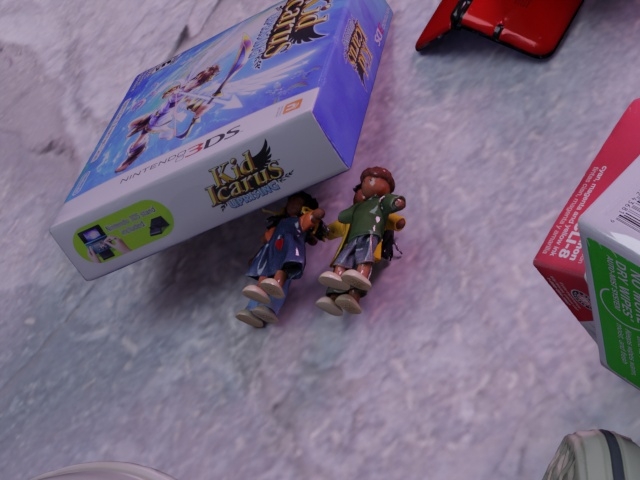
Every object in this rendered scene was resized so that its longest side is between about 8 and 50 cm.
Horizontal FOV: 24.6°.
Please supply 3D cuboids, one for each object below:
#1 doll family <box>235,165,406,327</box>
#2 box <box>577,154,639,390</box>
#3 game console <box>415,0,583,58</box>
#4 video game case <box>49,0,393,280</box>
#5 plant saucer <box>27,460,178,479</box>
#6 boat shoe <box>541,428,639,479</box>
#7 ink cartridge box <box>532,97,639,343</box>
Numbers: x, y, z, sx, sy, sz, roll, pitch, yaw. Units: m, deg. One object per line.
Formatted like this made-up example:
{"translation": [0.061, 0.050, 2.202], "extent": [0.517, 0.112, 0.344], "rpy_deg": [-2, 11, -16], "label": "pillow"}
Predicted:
{"translation": [0.000, 0.000, 1.090], "extent": [0.193, 0.076, 0.111], "rpy_deg": [-7, 56, 40], "label": "doll family"}
{"translation": [0.285, -0.009, 0.628], "extent": [0.231, 0.127, 0.262], "rpy_deg": [34, 69, 34], "label": "box"}
{"translation": [0.159, -0.205, 1.184], "extent": [0.124, 0.085, 0.144], "rpy_deg": [25, 72, 17], "label": "game console"}
{"translation": [-0.074, -0.103, 1.199], "extent": [0.244, 0.061, 0.269], "rpy_deg": [-22, 27, 23], "label": "video game case"}
{"translation": [-0.231, 0.311, 0.987], "extent": [0.400, 0.100, 0.400], "rpy_deg": [-23, 42, 23], "label": "plant saucer"}
{"translation": [0.156, 0.197, 0.601], "extent": [0.500, 0.156, 0.187], "rpy_deg": [-176, 108, -88], "label": "boat shoe"}
{"translation": [0.241, 0.016, 0.822], "extent": [0.176, 0.128, 0.127], "rpy_deg": [17, 67, 47], "label": "ink cartridge box"}
